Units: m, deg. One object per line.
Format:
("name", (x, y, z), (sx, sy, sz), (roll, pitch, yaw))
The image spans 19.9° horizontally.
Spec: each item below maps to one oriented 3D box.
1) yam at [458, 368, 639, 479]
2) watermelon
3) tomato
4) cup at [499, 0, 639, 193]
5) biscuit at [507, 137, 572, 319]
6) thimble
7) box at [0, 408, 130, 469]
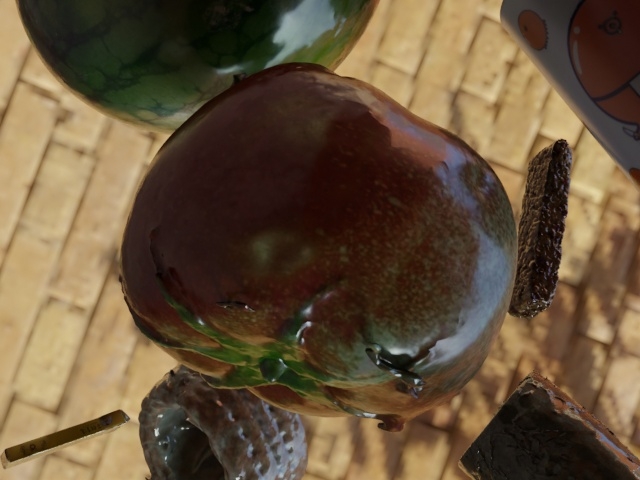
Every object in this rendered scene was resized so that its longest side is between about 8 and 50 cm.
("yam", (0.266, 0.256, 1.995), (0.254, 0.154, 0.154), (42, -62, 28))
("watermelon", (-0.108, -0.263, 1.661), (0.363, 0.363, 0.363), (-159, -90, -77))
("tomato", (0.000, 0.000, 1.409), (0.303, 0.303, 0.239), (-38, -149, 66))
("cup", (0.352, -0.160, 1.767), (0.212, 0.317, 0.212), (-32, 161, -12))
("biscuit", (0.230, -0.012, 1.896), (0.064, 0.034, 0.199), (134, -27, -58))
("thimble", (-0.127, 0.254, 2.337), (0.148, 0.196, 0.229), (-39, 145, -37))
("box", (-0.295, 0.228, 2.100), (0.073, 0.149, 0.020), (139, -68, -70))
